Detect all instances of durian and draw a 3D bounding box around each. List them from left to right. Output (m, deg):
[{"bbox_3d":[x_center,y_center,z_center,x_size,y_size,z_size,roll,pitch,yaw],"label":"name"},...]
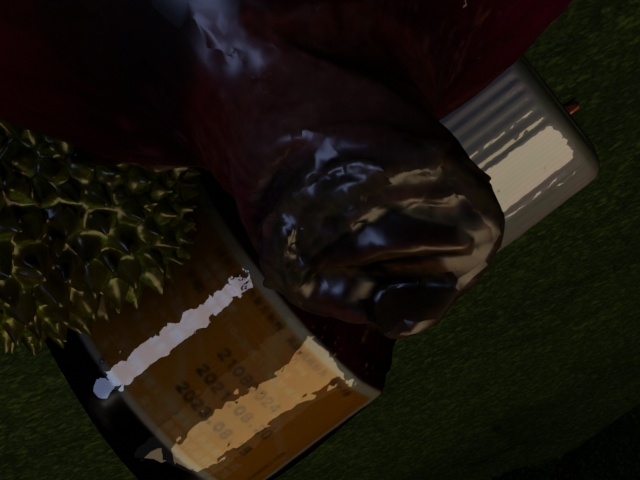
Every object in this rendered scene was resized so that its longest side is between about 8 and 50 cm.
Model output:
[{"bbox_3d":[-0.181,-0.029,1.086,0.237,0.176,0.200,0,132,-30],"label":"durian"}]

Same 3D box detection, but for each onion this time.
[{"bbox_3d":[-0.023,-0.133,0.647,0.348,0.385,0.347,-12,146,-8],"label":"onion"}]

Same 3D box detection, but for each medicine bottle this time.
[{"bbox_3d":[0.000,0.000,1.304,0.395,0.242,0.242,-37,161,4],"label":"medicine bottle"}]

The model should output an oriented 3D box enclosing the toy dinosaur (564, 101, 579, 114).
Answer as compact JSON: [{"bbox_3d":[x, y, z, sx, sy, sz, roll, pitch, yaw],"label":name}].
[{"bbox_3d":[0.133,-0.090,1.495,0.280,0.055,0.101,-12,168,-37],"label":"toy dinosaur"}]
